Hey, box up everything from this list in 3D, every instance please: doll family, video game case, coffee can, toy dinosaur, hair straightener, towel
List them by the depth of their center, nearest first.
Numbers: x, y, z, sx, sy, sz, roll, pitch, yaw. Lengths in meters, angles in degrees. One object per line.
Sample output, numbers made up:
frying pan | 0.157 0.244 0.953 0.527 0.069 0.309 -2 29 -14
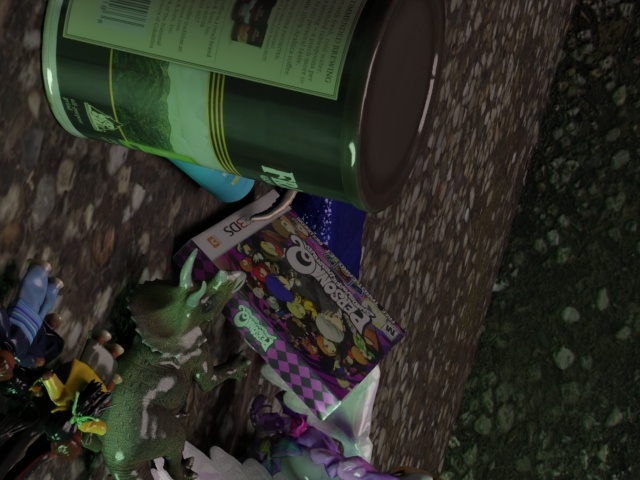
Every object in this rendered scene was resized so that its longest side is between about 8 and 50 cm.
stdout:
coffee can | -0.058 -0.152 1.134 0.201 0.275 0.202 15 90 -72
doll family | -0.223 0.107 1.136 0.193 0.076 0.111 51 43 -29
hair straightener | -0.265 0.161 1.162 0.230 0.047 0.089 -43 118 -50
toy dinosaur | -0.166 0.156 1.364 0.160 0.121 0.314 25 91 -55
video game case | -0.027 0.063 1.501 0.042 0.232 0.210 -44 176 28
towel | 0.000 0.000 1.768 0.228 0.076 0.308 -56 154 -62

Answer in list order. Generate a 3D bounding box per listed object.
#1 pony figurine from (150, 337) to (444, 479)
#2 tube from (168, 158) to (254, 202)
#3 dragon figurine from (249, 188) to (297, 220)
pony figurine | 0.001 0.268 1.622 0.303 0.351 0.363 -59 178 -19
tube | -0.126 -0.099 1.354 0.207 0.052 0.080 45 51 -62
dragon figurine | -0.021 -0.159 1.542 0.289 0.144 0.085 -55 163 0
